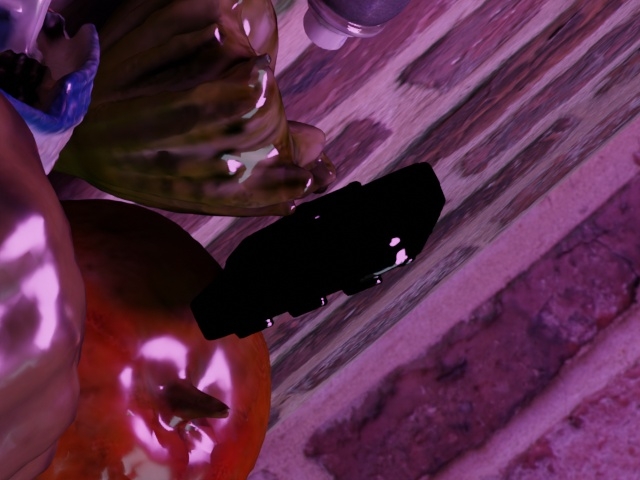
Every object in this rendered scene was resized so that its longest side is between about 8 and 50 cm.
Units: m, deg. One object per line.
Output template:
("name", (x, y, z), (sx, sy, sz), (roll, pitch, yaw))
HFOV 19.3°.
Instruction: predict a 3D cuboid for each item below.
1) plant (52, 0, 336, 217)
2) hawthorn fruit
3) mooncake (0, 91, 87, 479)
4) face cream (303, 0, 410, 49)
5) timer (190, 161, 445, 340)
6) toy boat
("plant", (-0.156, -0.088, 1.149), (0.334, 0.180, 0.251), (-5, 170, -4))
("hawthorn fruit", (-0.148, 0.096, 1.249), (0.277, 0.277, 0.298), (-30, -164, -35))
("mooncake", (-0.229, 0.007, 0.763), (0.161, 0.290, 0.290), (-36, 167, -32))
("face cream", (0.072, -0.231, 1.248), (0.073, 0.073, 0.283), (-24, 160, -49))
("timer", (0.000, 0.000, 1.184), (0.144, 0.055, 0.187), (-22, -172, 13))
("toy boat", (-0.159, -0.102, 0.901), (0.262, 0.114, 0.115), (-90, -160, -64))
